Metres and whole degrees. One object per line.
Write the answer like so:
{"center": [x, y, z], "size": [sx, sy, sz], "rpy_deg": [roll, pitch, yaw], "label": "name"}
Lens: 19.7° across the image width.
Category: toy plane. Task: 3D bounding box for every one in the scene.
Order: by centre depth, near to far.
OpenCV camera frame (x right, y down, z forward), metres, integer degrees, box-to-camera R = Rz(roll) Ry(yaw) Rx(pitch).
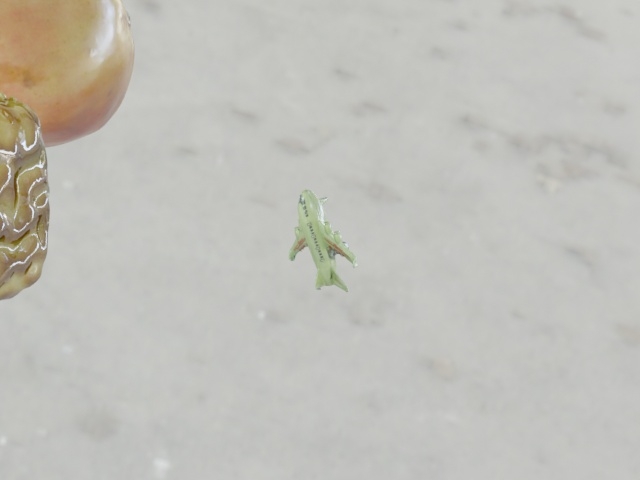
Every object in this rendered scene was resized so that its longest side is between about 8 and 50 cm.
{"center": [0.000, 0.000, 1.856], "size": [0.102, 0.111, 0.040], "rpy_deg": [4, 20, 45], "label": "toy plane"}

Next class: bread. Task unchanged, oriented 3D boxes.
{"center": [-0.324, -0.036, 1.497], "size": [0.222, 0.181, 0.096], "rpy_deg": [0, 8, 35], "label": "bread"}

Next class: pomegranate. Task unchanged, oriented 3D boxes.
{"center": [-0.327, -0.202, 1.884], "size": [0.270, 0.229, 0.252], "rpy_deg": [-16, 18, -10], "label": "pomegranate"}
